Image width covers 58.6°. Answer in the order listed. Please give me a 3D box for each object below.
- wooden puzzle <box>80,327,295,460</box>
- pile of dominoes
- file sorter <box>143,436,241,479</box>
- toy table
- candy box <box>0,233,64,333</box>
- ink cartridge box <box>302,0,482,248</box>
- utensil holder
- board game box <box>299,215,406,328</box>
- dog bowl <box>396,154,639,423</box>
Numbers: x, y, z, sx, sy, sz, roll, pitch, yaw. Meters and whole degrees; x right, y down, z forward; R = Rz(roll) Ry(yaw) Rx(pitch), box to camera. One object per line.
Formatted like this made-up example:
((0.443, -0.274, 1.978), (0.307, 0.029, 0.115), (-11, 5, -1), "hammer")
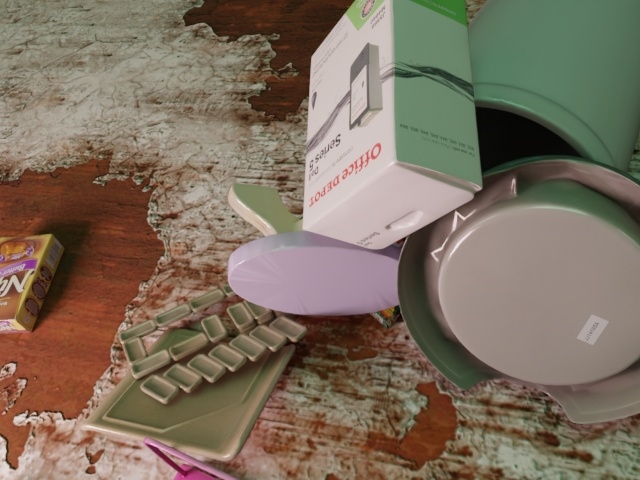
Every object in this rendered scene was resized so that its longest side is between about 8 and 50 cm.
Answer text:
((-0.177, 0.211, 0.810), (0.239, 0.044, 0.221), (2, 27, 18), "wooden puzzle")
((-0.160, 0.151, 0.860), (0.251, 0.040, 0.196), (-24, 34, -16), "pile of dominoes")
((-0.170, 0.396, 0.616), (0.202, 0.182, 0.290), (15, 57, 22), "file sorter")
((0.000, 0.000, 0.830), (0.275, 0.252, 0.160), (15, 48, -30), "toy table")
((-0.551, 0.077, 1.031), (0.109, 0.053, 0.186), (-4, 54, 9), "candy box")
((0.076, -0.152, 0.681), (0.115, 0.198, 0.272), (14, 64, -25), "ink cartridge box")
((0.318, -0.197, 0.880), (0.328, 0.327, 0.385), (18, 57, 24), "utensil holder")
((0.067, 0.021, 0.952), (0.136, 0.030, 0.260), (-40, 55, -15), "board game box")
((0.275, 0.056, 0.695), (0.349, 0.348, 0.102), (12, 32, 21), "dog bowl")
